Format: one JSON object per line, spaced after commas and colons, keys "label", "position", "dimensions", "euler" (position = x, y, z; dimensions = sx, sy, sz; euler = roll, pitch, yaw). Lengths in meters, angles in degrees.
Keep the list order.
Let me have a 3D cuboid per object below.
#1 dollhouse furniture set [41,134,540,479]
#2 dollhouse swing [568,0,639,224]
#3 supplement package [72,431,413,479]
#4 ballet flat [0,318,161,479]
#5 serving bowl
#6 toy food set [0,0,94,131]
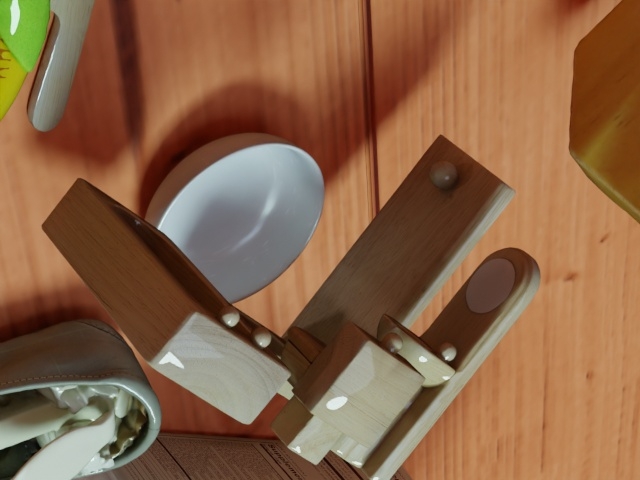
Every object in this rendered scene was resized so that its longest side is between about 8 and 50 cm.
{"label": "dollhouse furniture set", "position": [0.000, 0.000, 0.738], "dimensions": [0.151, 0.144, 0.123], "euler": [36, 95, -37]}
{"label": "dollhouse swing", "position": [0.341, -0.053, 0.843], "dimensions": [0.315, 0.347, 0.305], "euler": [21, 109, -49]}
{"label": "supplement package", "position": [-0.043, 0.211, 0.916], "dimensions": [0.203, 0.149, 0.194], "euler": [9, 119, -44]}
{"label": "ballet flat", "position": [-0.160, 0.085, 0.763], "dimensions": [0.213, 0.068, 0.072], "euler": [-17, 135, -29]}
{"label": "serving bowl", "position": [-0.040, -0.012, 0.809], "dimensions": [0.083, 0.027, 0.083], "euler": [-23, 137, -24]}
{"label": "toy food set", "position": [-0.150, -0.070, 0.651], "dimensions": [0.192, 0.038, 0.132], "euler": [-9, 131, -36]}
